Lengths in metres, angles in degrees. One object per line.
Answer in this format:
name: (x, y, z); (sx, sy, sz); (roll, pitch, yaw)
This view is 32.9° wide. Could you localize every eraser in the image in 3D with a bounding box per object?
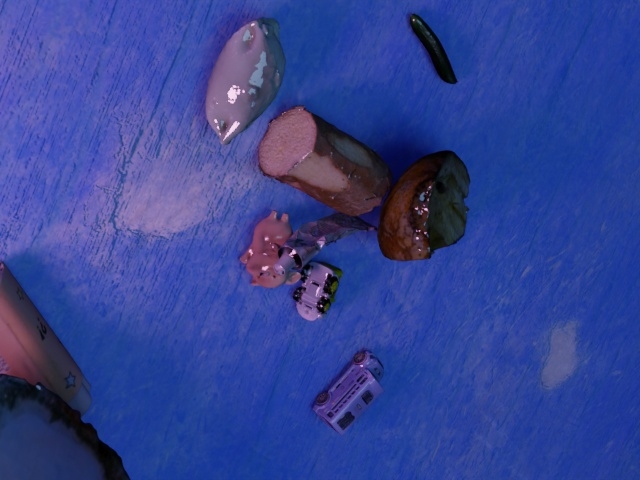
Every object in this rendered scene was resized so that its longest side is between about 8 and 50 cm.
eraser: (-0.487, 0.192, 1.689); (0.171, 0.087, 0.290); (-37, 127, -15)

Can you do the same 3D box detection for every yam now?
yam: (0.015, -0.130, 1.898); (0.238, 0.129, 0.128); (28, 58, -42)

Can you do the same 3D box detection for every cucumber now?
cucumber: (0.212, -0.349, 2.000); (0.033, 0.036, 0.184); (-51, 131, -17)

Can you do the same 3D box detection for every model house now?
model house: (-0.526, 0.412, 1.631); (0.360, 0.339, 0.297); (51, 37, -37)

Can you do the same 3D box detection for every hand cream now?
hand cream: (0.000, -0.003, 1.914); (0.257, 0.084, 0.050); (-31, 137, -46)

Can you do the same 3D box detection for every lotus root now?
lotus root: (0.180, -0.061, 1.989); (0.314, 0.142, 0.210); (12, 82, -71)

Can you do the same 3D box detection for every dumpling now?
dumpling: (-0.105, -0.253, 1.756); (0.149, 0.105, 0.217); (13, 102, -40)

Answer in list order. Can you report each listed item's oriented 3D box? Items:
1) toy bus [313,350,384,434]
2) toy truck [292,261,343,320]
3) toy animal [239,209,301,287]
toy bus: (0.069, 0.304, 2.168); (0.167, 0.076, 0.073); (-46, 131, -10)
toy truck: (0.001, 0.096, 2.029); (0.077, 0.076, 0.111); (-4, 115, -58)
toy animal: (-0.083, 0.021, 1.918); (0.089, 0.083, 0.150); (-10, 116, -46)
